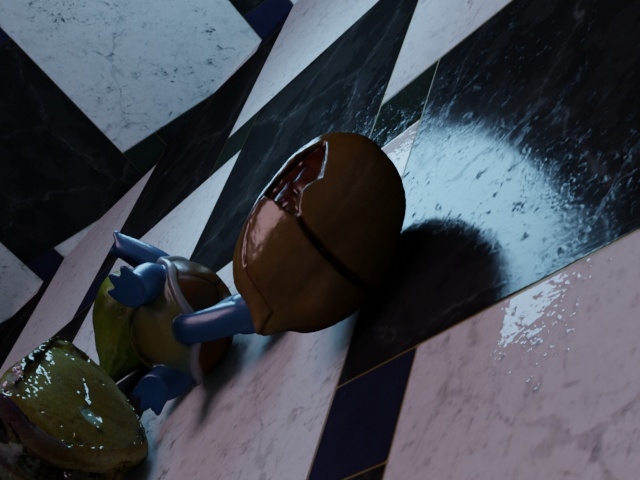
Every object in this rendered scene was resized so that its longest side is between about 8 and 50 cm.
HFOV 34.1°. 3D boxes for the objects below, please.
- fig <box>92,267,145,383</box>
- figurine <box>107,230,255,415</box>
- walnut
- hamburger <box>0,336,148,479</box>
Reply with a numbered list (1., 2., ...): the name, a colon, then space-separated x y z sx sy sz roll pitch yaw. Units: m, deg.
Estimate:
1. fig: -0.347 0.163 1.969 0.167 0.167 0.233 -87 1 -59
2. figurine: -0.226 0.113 1.624 0.243 0.298 0.416 -24 9 -25
3. walnut: 0.000 0.000 1.323 0.203 0.203 0.298 -18 41 60
4. hamburger: -0.420 0.306 1.656 0.195 0.277 0.318 -47 0 7
